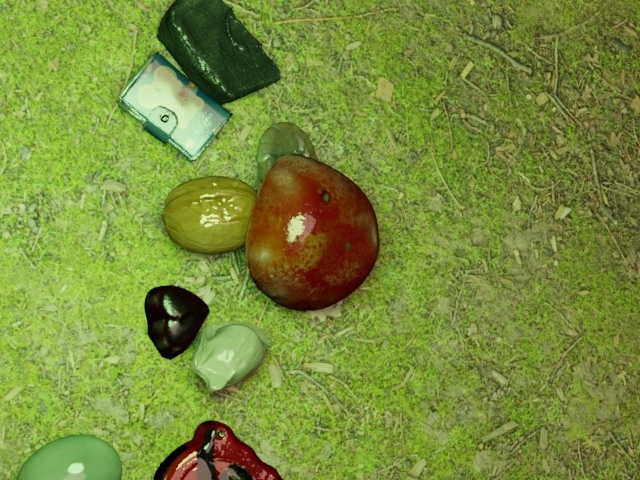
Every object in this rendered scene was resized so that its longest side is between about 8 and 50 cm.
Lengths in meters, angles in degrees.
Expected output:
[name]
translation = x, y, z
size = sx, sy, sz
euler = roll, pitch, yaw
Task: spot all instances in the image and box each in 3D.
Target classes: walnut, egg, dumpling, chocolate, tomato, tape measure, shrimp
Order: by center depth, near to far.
[egg]
translation = -0.460, 0.435, 1.780
size = 0.192, 0.149, 0.150
euler = -18, 91, -20
[tape measure]
translation = -0.199, 0.499, 1.895
size = 0.253, 0.114, 0.260
euler = 46, 71, -10
[chocolate]
translation = -0.276, 0.158, 1.921
size = 0.125, 0.080, 0.149
euler = -6, 85, -21
[walnut]
translation = -0.213, -0.051, 1.931
size = 0.206, 0.159, 0.159
euler = -1, 84, -15
[dumpling]
translation = -0.185, 0.222, 1.935
size = 0.136, 0.118, 0.199
euler = 43, 38, 1
[tomato]
translation = 0.010, -0.004, 1.951
size = 0.338, 0.143, 0.339
euler = -8, 101, -45
[shrimp]
translation = -0.070, -0.124, 2.048
size = 0.145, 0.059, 0.255
euler = 3, 78, -31

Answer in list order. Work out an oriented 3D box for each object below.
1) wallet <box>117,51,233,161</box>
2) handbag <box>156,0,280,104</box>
[wallet]
translation = -0.297, -0.266, 1.963
size = 0.202, 0.059, 0.141
euler = 39, 82, -13
[handbag]
translation = -0.214, -0.405, 2.013
size = 0.175, 0.088, 0.270
euler = -43, 101, -29
